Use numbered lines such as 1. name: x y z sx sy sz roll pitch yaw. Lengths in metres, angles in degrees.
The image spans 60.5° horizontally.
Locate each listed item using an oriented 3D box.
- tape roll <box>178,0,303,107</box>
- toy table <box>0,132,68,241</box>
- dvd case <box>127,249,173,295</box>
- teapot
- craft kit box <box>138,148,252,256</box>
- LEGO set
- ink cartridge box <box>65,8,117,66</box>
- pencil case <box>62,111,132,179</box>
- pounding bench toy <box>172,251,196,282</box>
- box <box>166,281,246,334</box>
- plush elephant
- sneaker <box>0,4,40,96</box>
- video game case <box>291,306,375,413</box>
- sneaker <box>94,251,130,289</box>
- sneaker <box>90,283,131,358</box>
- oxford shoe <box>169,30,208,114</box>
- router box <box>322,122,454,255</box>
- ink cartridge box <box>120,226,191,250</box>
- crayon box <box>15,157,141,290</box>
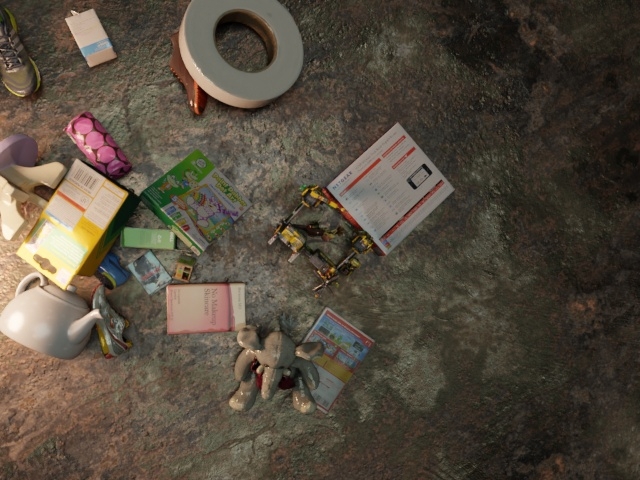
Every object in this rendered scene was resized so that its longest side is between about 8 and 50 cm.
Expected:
1. tape roll: -0.240 -0.608 1.709 0.392 0.072 0.392 5 79 -26
2. toy table: -0.847 -0.146 1.541 0.161 0.252 0.274 32 94 7
3. dvd case: -0.527 0.101 1.700 0.087 0.013 0.119 -35 96 -11
4. teapot: -0.751 0.205 1.543 0.256 0.252 0.187 29 78 -17
5. craft kit box: -0.372 -0.119 1.668 0.250 0.061 0.246 45 49 -7
6. LEGO set: 0.000 0.000 1.687 0.255 0.192 0.331 -37 99 14
7. ink cartridge box: -0.693 -0.618 1.655 0.090 0.092 0.143 -26 94 -12
8. pencil case: -0.668 -0.276 1.649 0.209 0.095 0.098 50 49 -5
9. pounding bench toy: -0.420 0.082 1.706 0.052 0.083 0.065 18 116 -8
10. box: -0.346 0.203 1.675 0.232 0.127 0.148 -1 88 -11
11. plush elephant: -0.131 0.369 1.630 0.272 0.255 0.330 9 80 4
12. sneaker: -0.919 -0.562 1.592 0.111 0.121 0.300 -26 93 -11
13. video game case: 0.019 0.390 1.793 0.204 0.025 0.285 36 82 -8
14. sneaker: -0.666 0.055 1.655 0.209 0.069 0.082 44 49 1
15. sneaker: -0.627 0.235 1.645 0.093 0.088 0.225 -15 100 -17
16. oxford shoe: -0.415 -0.523 1.720 0.098 0.097 0.271 -8 83 7
17. router box: 0.228 -0.169 1.830 0.335 0.082 0.301 -42 96 -10
18. ink cartridge box: -0.488 -0.003 1.663 0.209 0.109 0.062 4 88 -11
19. crayon box: -0.689 -0.043 1.569 0.203 0.083 0.323 33 89 13
